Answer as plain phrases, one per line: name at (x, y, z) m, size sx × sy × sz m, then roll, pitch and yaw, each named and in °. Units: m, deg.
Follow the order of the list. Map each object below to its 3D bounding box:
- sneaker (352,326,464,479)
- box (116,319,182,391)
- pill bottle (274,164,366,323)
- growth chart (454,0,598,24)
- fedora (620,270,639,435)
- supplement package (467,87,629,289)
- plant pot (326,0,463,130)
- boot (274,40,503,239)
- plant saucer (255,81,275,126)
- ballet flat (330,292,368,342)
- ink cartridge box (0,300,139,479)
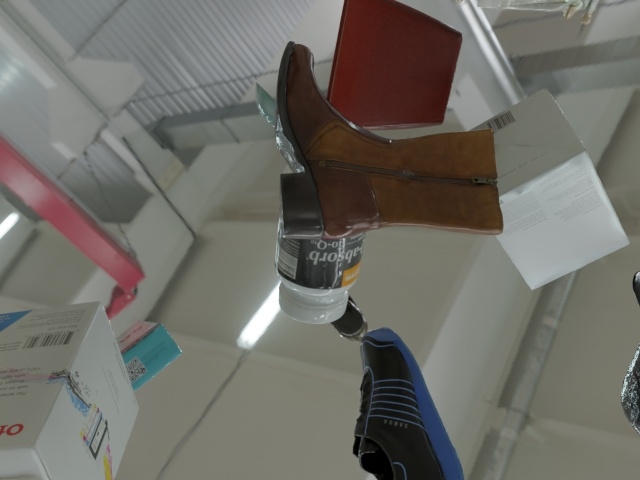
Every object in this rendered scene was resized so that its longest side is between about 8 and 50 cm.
sneaker at (0.070, 0.187, 0.793) m, size 0.090 × 0.081 × 0.232 m, roll -9°, pitch -141°, yaw -13°
box at (-0.313, 0.191, 1.256) m, size 0.100 × 0.060 × 0.244 m, roll -38°, pitch -170°, yaw -20°
pill bottle at (0.000, 0.000, 1.330) m, size 0.162 × 0.279 × 0.162 m, roll 5°, pitch -152°, yaw -3°
growth chart at (0.298, -0.380, 1.011) m, size 0.237 × 0.172 × 0.021 m, roll 4°, pitch -129°, yaw -10°
fedora at (0.461, 0.181, 0.880) m, size 0.153 × 0.334 × 0.334 m, roll -57°, pitch -154°, yaw 25°
supplement package at (0.399, -0.089, 1.352) m, size 0.199 × 0.263 × 0.198 m, roll -29°, pitch -140°, yaw 17°
plant pot at (0.145, -0.356, 1.508) m, size 0.235 × 0.268 × 0.267 m, roll 9°, pitch -164°, yaw -3°
boot at (0.085, -0.130, 0.924) m, size 0.280 × 0.096 × 0.264 m, roll -3°, pitch -113°, yaw -6°
plant saucer at (-0.067, -0.219, 1.410) m, size 0.037 × 0.195 × 0.195 m, roll -45°, pitch -147°, yaw 4°
ballet flat at (0.028, 0.116, 1.487) m, size 0.084 × 0.058 × 0.250 m, roll -34°, pitch -135°, yaw -3°
ink cartridge box at (-0.320, 0.205, 0.790) m, size 0.171 × 0.168 × 0.233 m, roll -7°, pitch -151°, yaw 5°
